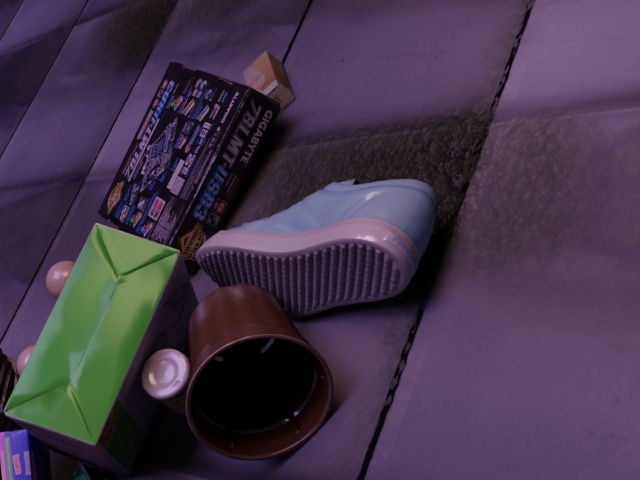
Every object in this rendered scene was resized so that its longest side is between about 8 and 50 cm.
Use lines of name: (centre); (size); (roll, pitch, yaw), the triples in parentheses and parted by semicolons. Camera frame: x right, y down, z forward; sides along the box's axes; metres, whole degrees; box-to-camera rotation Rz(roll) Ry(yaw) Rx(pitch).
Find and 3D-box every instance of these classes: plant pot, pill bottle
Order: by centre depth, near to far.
plant pot: (-0.083, 0.142, 1.171); (0.167, 0.167, 0.165); (-46, 27, 10)
pill bottle: (-0.173, 0.183, 1.253); (0.065, 0.116, 0.065); (-7, 64, 15)

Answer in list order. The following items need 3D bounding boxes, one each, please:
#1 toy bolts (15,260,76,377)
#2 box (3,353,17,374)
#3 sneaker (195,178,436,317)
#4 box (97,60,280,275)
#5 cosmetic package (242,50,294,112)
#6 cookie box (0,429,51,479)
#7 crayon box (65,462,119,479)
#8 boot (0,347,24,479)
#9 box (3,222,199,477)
toy bolts: (-0.386, 0.159, 1.487); (0.218, 0.158, 0.228); (-32, 40, 27)
box: (-0.602, 0.221, 1.641); (0.103, 0.203, 0.114); (-50, 35, 3)
sneaker: (0.000, 0.000, 1.237); (0.366, 0.135, 0.150); (-4, 40, 44)
box: (-0.220, -0.125, 1.588); (0.293, 0.073, 0.295); (27, 91, 55)
cosmetic package: (-0.085, -0.249, 1.602); (0.060, 0.041, 0.115); (-42, 36, 17)
cookie box: (-0.381, 0.297, 1.293); (0.040, 0.107, 0.091); (-9, 72, -5)
crayon box: (-0.337, 0.465, 1.234); (0.318, 0.081, 0.202); (-54, 35, -1)
boot: (-0.527, 0.306, 1.410); (0.260, 0.348, 0.131); (-18, 3, 37)
box: (-0.272, 0.149, 1.293); (0.127, 0.231, 0.262); (18, 67, 8)
